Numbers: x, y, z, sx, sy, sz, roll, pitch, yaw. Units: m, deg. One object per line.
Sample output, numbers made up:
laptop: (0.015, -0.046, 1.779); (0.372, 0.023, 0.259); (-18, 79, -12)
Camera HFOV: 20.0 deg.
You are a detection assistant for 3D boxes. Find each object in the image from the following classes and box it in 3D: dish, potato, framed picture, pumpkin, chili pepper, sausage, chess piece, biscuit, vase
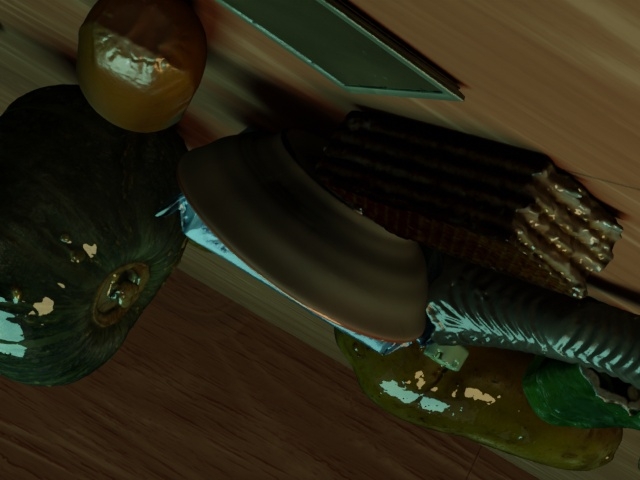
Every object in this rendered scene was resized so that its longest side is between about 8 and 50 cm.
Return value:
dish: (0.007, -0.027, 1.560); (0.260, 0.085, 0.260); (33, -162, -12)
potato: (0.181, 0.164, 2.094); (0.369, 0.176, 0.195); (26, 145, -3)
framed picture: (0.007, -0.141, 1.270); (0.142, 0.011, 0.183); (33, 172, -24)
pumpkin: (-0.281, -0.010, 1.992); (0.257, 0.328, 0.291); (37, 158, 23)
chili pepper: (0.273, 0.138, 1.765); (0.136, 0.099, 0.270); (3, 177, -11)
sausage: (-0.149, -0.146, 1.488); (0.105, 0.105, 0.274); (30, 172, -5)
chess piece: (0.146, 0.079, 1.838); (0.067, 0.103, 0.067); (30, 173, 4)
biscuit: (0.112, -0.031, 1.382); (0.106, 0.070, 0.252); (35, 170, -39)
vase: (0.217, 0.076, 1.590); (0.237, 0.115, 0.115); (20, 168, 37)

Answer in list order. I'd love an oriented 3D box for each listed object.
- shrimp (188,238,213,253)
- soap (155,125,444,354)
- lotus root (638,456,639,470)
shrimp: (-0.199, -0.052, 2.471); (0.152, 0.063, 0.287); (39, 177, 19)
soap: (0.000, 0.000, 1.728); (0.293, 0.077, 0.156); (31, -152, -2)
lotus root: (0.473, 0.321, 2.324); (0.144, 0.070, 0.143); (25, 171, 33)
